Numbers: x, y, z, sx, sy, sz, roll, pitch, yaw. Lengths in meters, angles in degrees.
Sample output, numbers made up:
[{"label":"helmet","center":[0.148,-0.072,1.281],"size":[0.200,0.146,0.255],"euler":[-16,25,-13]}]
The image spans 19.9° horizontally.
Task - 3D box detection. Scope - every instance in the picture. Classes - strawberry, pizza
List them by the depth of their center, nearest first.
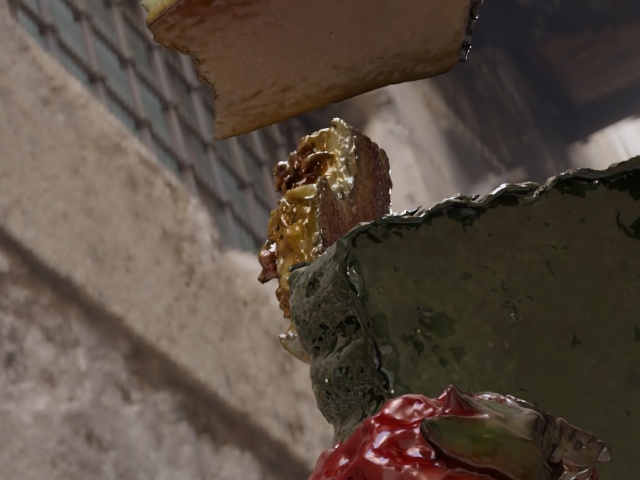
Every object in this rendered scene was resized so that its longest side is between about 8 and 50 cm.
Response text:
[{"label":"strawberry","center":[0.024,0.168,0.747],"size":[0.190,0.111,0.236],"euler":[5,-76,-68]},{"label":"pizza","center":[0.000,0.000,1.473],"size":[0.086,0.305,0.161],"euler":[-9,-65,15]}]

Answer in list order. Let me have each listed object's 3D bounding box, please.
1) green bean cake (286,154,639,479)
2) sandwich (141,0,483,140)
[{"label":"green bean cake","center":[0.126,0.096,1.056],"size":[0.241,0.255,0.132],"euler":[-15,-11,-25]},{"label":"sandwich","center":[-0.007,-0.134,0.794],"size":[0.162,0.058,0.193],"euler":[-19,-35,-16]}]
